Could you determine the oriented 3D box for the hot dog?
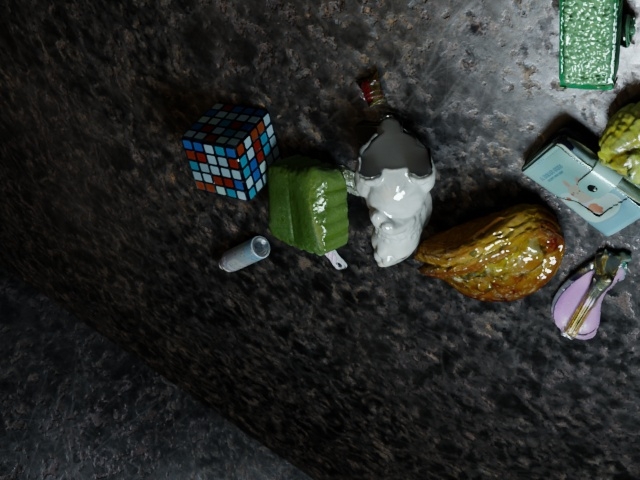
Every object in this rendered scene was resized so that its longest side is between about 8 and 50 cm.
[{"bbox_3d":[0.401,0.041,1.825,0.266,0.174,0.387,28,149,-29],"label":"hot dog"}]

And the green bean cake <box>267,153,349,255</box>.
[{"bbox_3d":[-0.034,-0.101,1.994,0.222,0.124,0.248,21,124,40],"label":"green bean cake"}]

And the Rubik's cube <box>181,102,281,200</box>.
[{"bbox_3d":[-0.237,-0.241,2.011,0.184,0.182,0.187,13,136,28],"label":"Rubik's cube"}]

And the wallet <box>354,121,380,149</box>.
[{"bbox_3d":[0.135,-0.230,1.880,0.082,0.018,0.157,10,136,27],"label":"wallet"}]

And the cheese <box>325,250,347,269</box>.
[{"bbox_3d":[0.000,0.000,2.181,0.137,0.064,0.227,-17,117,49],"label":"cheese"}]

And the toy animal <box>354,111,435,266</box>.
[{"bbox_3d":[0.187,-0.101,1.828,0.193,0.258,0.357,8,145,15],"label":"toy animal"}]

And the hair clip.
[{"bbox_3d":[0.657,0.144,1.850,0.110,0.096,0.359,-4,147,-6],"label":"hair clip"}]

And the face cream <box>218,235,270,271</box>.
[{"bbox_3d":[-0.255,0.050,2.415,0.075,0.075,0.229,48,141,-15],"label":"face cream"}]

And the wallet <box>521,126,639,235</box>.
[{"bbox_3d":[0.574,-0.124,1.610,0.250,0.075,0.176,36,156,0],"label":"wallet"}]

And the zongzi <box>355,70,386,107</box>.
[{"bbox_3d":[0.112,-0.358,1.750,0.073,0.067,0.083,13,119,43],"label":"zongzi"}]

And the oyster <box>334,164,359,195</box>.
[{"bbox_3d":[0.058,-0.156,1.997,0.100,0.037,0.098,-4,127,39],"label":"oyster"}]

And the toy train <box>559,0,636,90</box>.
[{"bbox_3d":[0.494,-0.405,1.321,0.115,0.154,0.270,9,135,26],"label":"toy train"}]

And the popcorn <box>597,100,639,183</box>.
[{"bbox_3d":[0.641,-0.189,1.463,0.173,0.142,0.174,8,110,21],"label":"popcorn"}]
